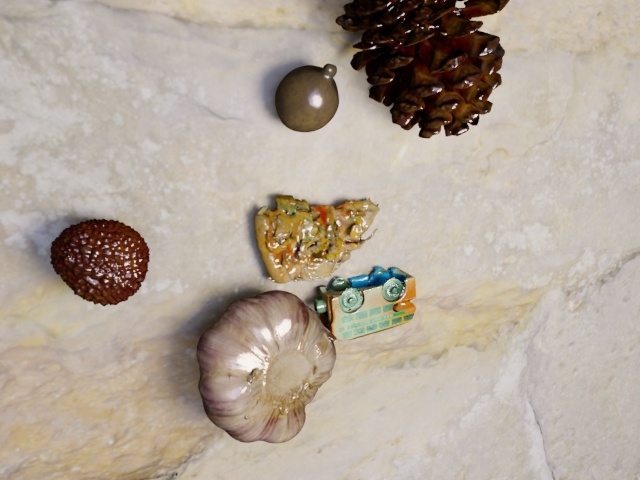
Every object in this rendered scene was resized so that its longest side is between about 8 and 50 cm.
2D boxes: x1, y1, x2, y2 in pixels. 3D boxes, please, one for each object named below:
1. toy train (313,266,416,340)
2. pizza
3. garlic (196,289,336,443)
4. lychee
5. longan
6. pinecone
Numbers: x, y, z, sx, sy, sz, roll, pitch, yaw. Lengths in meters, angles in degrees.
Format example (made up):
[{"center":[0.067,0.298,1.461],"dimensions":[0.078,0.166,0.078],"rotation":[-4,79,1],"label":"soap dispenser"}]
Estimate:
[{"center":[0.078,0.109,0.967],"dimensions":[0.188,0.072,0.099],"rotation":[-13,112,-18],"label":"toy train"},{"center":[0.000,0.000,0.913],"dimensions":[0.227,0.069,0.147],"rotation":[0,100,-21],"label":"pizza"},{"center":[-0.094,0.198,0.880],"dimensions":[0.245,0.161,0.244],"rotation":[-3,95,-39],"label":"garlic"},{"center":[-0.308,0.028,0.772],"dimensions":[0.129,0.123,0.123],"rotation":[6,100,-25],"label":"lychee"},{"center":[-0.014,-0.221,0.834],"dimensions":[0.106,0.106,0.119],"rotation":[26,125,-24],"label":"longan"},{"center":[0.169,-0.287,0.831],"dimensions":[0.246,0.246,0.292],"rotation":[-40,132,-8],"label":"pinecone"}]
